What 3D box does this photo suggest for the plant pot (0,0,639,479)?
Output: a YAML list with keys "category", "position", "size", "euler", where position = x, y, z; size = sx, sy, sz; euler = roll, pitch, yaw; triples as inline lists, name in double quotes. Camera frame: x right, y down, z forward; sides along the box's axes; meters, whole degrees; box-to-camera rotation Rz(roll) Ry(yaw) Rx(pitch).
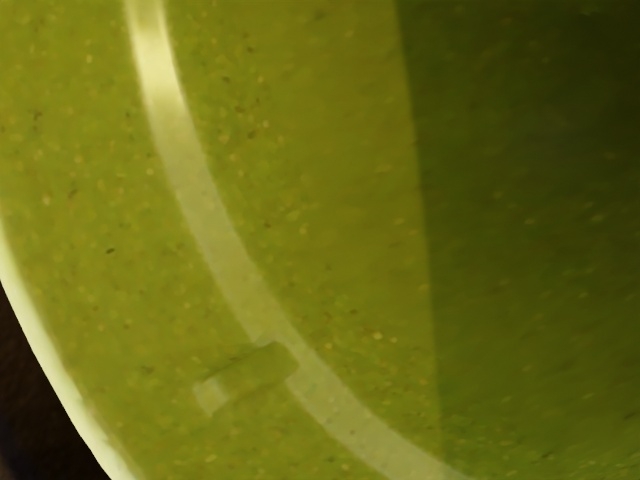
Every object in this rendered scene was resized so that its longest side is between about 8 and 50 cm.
- category: "plant pot"
  position: [0.082, -0.067, 0.465]
  size: [0.254, 0.276, 0.276]
  euler: [-19, 103, -36]
